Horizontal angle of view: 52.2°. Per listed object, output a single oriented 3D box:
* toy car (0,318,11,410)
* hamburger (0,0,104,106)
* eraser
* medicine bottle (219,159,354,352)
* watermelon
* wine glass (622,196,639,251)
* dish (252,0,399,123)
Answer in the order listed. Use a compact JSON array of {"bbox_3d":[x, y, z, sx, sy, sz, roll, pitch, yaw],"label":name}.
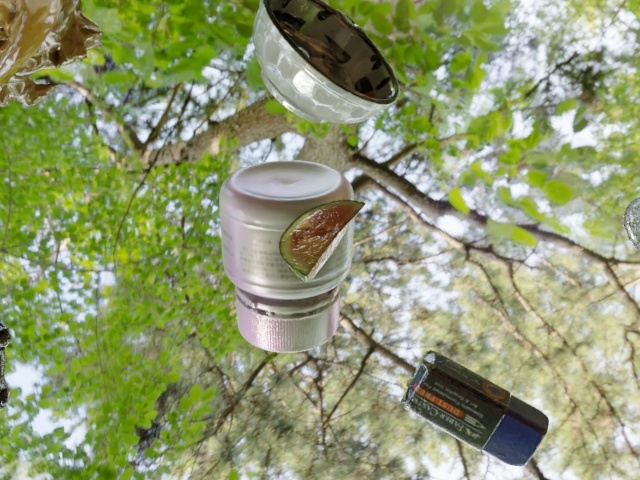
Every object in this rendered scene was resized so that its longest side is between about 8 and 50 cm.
[{"bbox_3d":[-0.522,0.184,0.976,0.103,0.216,0.063,-7,-143,-34],"label":"toy car"},{"bbox_3d":[-0.298,-0.246,0.514,0.287,0.445,0.268,41,-149,-26],"label":"hamburger"},{"bbox_3d":[0.366,0.410,1.582,0.332,0.155,0.101,28,-157,13],"label":"eraser"},{"bbox_3d":[-0.063,0.029,1.280,0.255,0.325,0.256,0,-154,0],"label":"medicine bottle"},{"bbox_3d":[-0.001,0.009,0.940,0.086,0.069,0.163,12,-134,35],"label":"watermelon"},{"bbox_3d":[0.389,-0.057,0.644,0.195,0.079,0.079,-33,-101,-22],"label":"wine glass"},{"bbox_3d":[-0.010,-0.291,1.092,0.303,0.120,0.303,28,-145,-22],"label":"dish"}]
